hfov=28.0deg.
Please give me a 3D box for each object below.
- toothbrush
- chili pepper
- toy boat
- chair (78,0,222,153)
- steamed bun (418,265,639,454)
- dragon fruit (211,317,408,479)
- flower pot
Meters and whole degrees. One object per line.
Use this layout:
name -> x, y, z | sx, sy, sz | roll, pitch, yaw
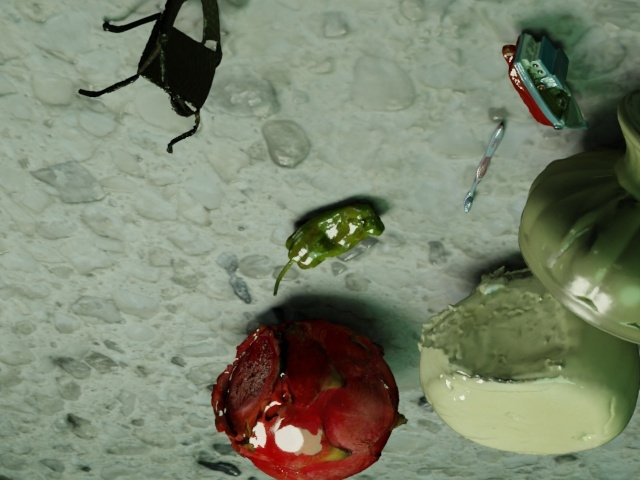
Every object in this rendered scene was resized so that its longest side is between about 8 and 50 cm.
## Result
toothbrush -> 0.229, -0.101, 1.811 | 0.013, 0.019, 0.193 | 10, 143, -5
chili pepper -> -0.001, -0.001, 1.941 | 0.204, 0.073, 0.072 | -26, 117, 22
toy boat -> 0.291, -0.194, 1.624 | 0.059, 0.069, 0.173 | -8, 141, 34
chair -> -0.180, -0.225, 1.572 | 0.149, 0.174, 0.213 | 28, 150, -23
steamed bun -> 0.334, 0.187, 2.025 | 0.334, 0.232, 0.312 | 4, 148, 17
dragon fruit -> -0.018, 0.267, 2.147 | 0.302, 0.295, 0.296 | 11, 150, -42
flower pot -> 0.430, -0.042, 1.650 | 0.308, 0.307, 0.244 | 16, 126, -15
